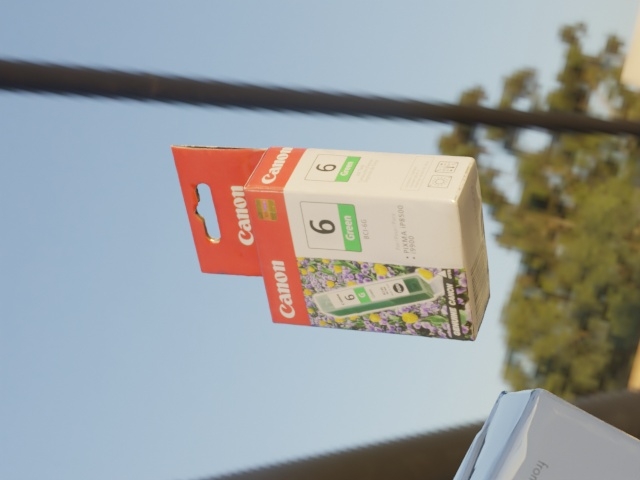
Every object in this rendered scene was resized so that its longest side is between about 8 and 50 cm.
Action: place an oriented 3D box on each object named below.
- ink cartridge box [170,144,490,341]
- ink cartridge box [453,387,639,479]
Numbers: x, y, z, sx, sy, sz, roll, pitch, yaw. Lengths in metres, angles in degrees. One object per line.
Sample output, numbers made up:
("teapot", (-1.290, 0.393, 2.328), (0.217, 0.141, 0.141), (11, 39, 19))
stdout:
("ink cartridge box", (0.000, 0.000, 0.560), (0.029, 0.115, 0.063), (-63, -30, -48))
("ink cartridge box", (0.113, 0.102, 0.364), (0.062, 0.181, 0.104), (-62, -4, -4))
